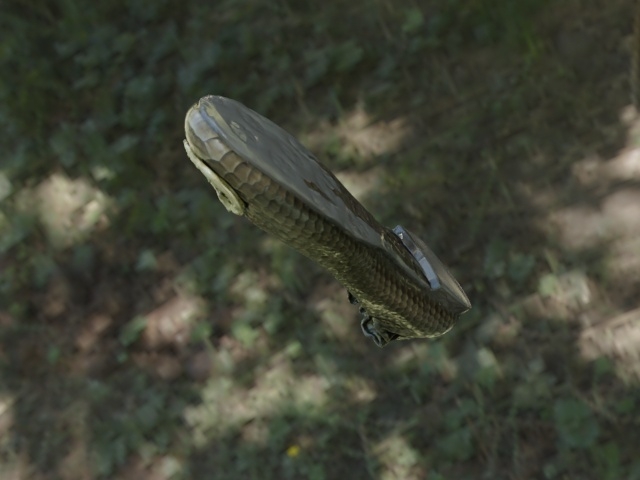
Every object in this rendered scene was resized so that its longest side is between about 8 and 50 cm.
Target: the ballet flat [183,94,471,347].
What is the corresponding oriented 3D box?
[{"bbox_3d":[0.000,0.000,0.920,0.058,0.250,0.084,-39,54,12],"label":"ballet flat"}]
